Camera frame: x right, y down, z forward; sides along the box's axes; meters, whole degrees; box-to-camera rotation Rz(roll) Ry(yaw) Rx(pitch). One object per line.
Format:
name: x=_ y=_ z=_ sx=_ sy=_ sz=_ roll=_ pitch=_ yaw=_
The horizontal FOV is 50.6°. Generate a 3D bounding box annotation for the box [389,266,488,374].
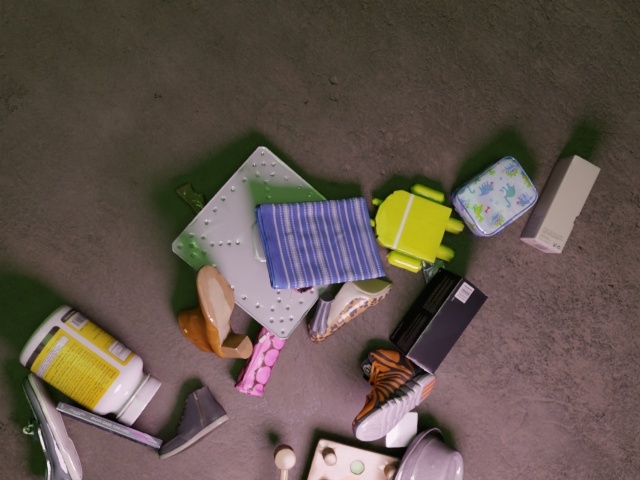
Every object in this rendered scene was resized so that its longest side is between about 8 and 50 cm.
box: x=0.322 y=0.217 z=1.875 sx=0.103 sy=0.184 sz=0.261 roll=36 pitch=91 yaw=-13

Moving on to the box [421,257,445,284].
box: x=0.328 y=0.079 z=1.968 sx=0.067 sy=0.018 sz=0.083 roll=-13 pitch=92 yaw=-7

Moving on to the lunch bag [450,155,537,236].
lunch bag: x=0.500 y=-0.122 z=1.953 sx=0.219 sy=0.090 sz=0.176 roll=-37 pitch=93 yaw=-5

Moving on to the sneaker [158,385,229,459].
sneaker: x=-0.368 y=0.503 z=1.866 sx=0.222 sy=0.083 sz=0.118 roll=-34 pitch=75 yaw=1

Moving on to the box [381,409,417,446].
box: x=0.218 y=0.520 z=1.914 sx=0.087 sy=0.101 sz=0.102 roll=1 pitch=92 yaw=-7

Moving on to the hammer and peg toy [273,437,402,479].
hammer and peg toy: x=0.026 y=0.690 z=1.880 sx=0.361 sy=0.127 sz=0.265 roll=16 pitch=90 yaw=-7

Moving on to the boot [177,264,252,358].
boot: x=-0.310 y=0.191 z=1.773 sx=0.104 sy=0.211 sz=0.295 roll=-44 pitch=123 yaw=-39

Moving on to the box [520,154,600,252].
box: x=0.694 y=-0.104 z=1.967 sx=0.094 sy=0.113 sz=0.275 roll=27 pitch=88 yaw=-7

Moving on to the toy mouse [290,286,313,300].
toy mouse: x=-0.042 y=0.087 z=1.813 sx=0.143 sy=0.031 sz=0.161 roll=8 pitch=74 yaw=-15

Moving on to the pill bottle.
pill bottle: x=-0.593 y=0.334 z=1.772 sx=0.334 sy=0.188 sz=0.188 roll=37 pitch=86 yaw=-5

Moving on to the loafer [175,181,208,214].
loafer: x=-0.335 y=-0.104 z=1.869 sx=0.148 sy=0.056 sz=0.050 roll=44 pitch=92 yaw=-5

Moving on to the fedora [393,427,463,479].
fedora: x=0.305 y=0.661 z=1.854 sx=0.275 sy=0.124 sz=0.243 roll=-61 pitch=140 yaw=-18

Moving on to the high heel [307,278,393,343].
high heel: x=0.082 y=0.200 z=1.930 sx=0.261 sy=0.093 sz=0.186 roll=-12 pitch=136 yaw=-32

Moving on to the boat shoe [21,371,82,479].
boat shoe: x=-0.735 y=0.508 z=1.794 sx=0.099 sy=0.116 sz=0.319 roll=-21 pitch=98 yaw=-10

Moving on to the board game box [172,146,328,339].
board game box: x=-0.136 y=0.004 z=1.848 sx=0.390 sy=0.050 sz=0.390 roll=40 pitch=69 yaw=-5

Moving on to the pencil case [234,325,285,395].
pencil case: x=-0.166 y=0.328 z=1.869 sx=0.095 sy=0.098 sz=0.209 roll=21 pitch=87 yaw=4

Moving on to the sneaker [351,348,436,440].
sneaker: x=0.156 y=0.412 z=1.848 sx=0.180 sy=0.321 sz=0.124 roll=33 pitch=127 yaw=30

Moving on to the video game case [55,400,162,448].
video game case: x=-0.550 y=0.490 z=1.777 sx=0.274 sy=0.196 sz=0.026 roll=24 pitch=67 yaw=-6

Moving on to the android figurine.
android figurine: x=0.265 y=-0.040 z=1.934 sx=0.273 sy=0.056 sz=0.248 roll=18 pitch=83 yaw=-2

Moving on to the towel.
towel: x=0.000 y=0.000 z=1.818 sx=0.336 sy=0.040 sz=0.243 roll=-6 pitch=71 yaw=-24
